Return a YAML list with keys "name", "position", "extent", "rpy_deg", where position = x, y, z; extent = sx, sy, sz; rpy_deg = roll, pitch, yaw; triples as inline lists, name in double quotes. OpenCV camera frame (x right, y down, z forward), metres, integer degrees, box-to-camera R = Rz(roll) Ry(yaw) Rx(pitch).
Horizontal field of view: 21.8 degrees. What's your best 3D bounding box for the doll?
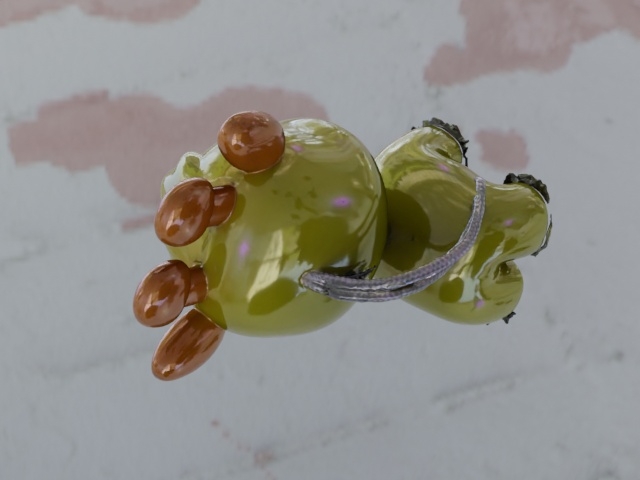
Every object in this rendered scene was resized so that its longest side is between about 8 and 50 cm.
- name: "doll"
  position: [0.000, 0.000, 0.818]
  extent: [0.221, 0.143, 0.135]
  rpy_deg: [-6, -144, -45]
